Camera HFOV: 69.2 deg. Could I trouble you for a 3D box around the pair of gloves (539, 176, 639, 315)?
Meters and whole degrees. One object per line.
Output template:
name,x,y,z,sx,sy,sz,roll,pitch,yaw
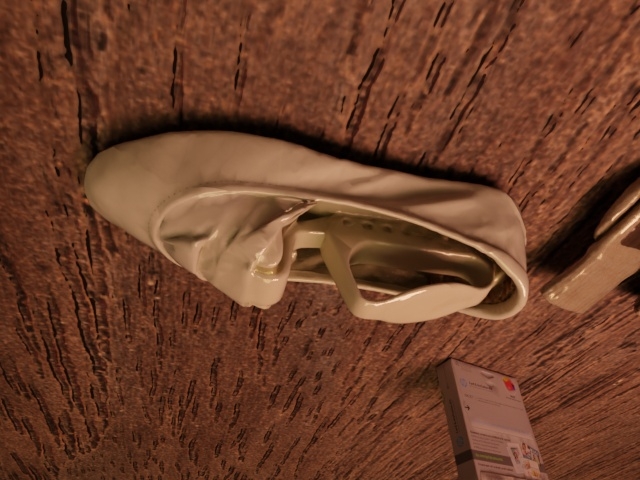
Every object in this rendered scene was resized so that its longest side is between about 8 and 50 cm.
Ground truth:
pair of gloves,0.371,0.006,0.486,0.239,0.042,0.204,9,131,-21

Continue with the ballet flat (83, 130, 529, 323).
ballet flat,0.000,0.000,0.390,0.399,0.139,0.139,7,136,-10

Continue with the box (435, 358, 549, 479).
box,0.245,0.273,0.656,0.145,0.186,0.038,21,134,-24
